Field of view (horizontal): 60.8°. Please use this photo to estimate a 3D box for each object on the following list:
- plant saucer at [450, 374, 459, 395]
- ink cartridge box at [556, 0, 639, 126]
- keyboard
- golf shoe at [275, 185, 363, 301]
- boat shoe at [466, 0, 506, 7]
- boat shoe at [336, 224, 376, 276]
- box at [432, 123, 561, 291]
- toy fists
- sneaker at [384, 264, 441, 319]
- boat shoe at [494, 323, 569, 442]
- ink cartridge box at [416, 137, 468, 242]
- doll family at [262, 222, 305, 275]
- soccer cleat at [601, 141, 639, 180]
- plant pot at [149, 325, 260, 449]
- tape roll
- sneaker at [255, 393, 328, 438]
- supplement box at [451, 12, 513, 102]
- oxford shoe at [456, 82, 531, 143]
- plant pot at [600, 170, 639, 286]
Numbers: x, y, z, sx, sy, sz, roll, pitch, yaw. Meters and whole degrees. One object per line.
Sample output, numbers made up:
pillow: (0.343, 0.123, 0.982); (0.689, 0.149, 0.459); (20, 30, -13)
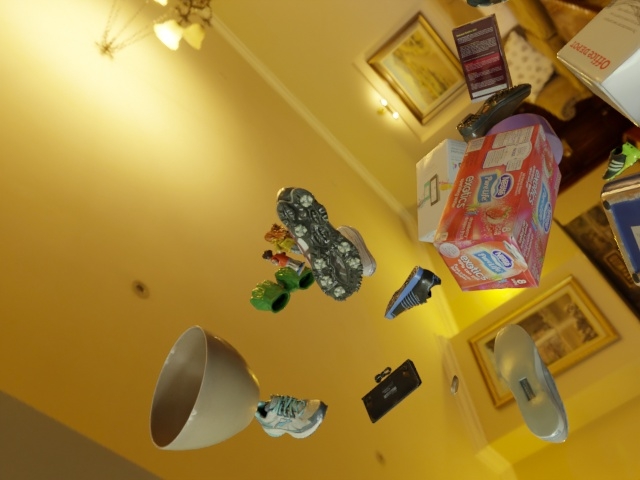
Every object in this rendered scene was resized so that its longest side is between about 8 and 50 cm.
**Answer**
plant saucer: (0.540, 0.582, 2.183); (0.083, 0.015, 0.083); (-20, -67, -60)
ink cartridge box: (0.607, -0.380, 0.952); (0.129, 0.307, 0.223); (36, -154, -18)
keyboard: (0.179, 0.379, 1.404); (0.023, 0.180, 0.108); (27, -154, -39)
golf shoe: (0.000, 0.000, 1.123); (0.273, 0.105, 0.120); (60, 175, -23)
boat shoe: (0.555, -0.788, 1.669); (0.302, 0.091, 0.114); (-23, -106, -31)
boat shoe: (0.107, 0.032, 1.996); (0.088, 0.096, 0.267); (12, -145, -36)
box: (0.291, -0.053, 0.878); (0.123, 0.128, 0.257); (52, -131, -31)
toy fists: (-0.149, 0.181, 2.122); (0.142, 0.279, 0.096); (21, 137, 40)
sneaker: (0.282, 0.178, 1.685); (0.090, 0.232, 0.081); (28, -141, -3)
boat shoe: (0.388, 0.264, 1.005); (0.081, 0.079, 0.227); (39, -150, -38)
ink cartridge box: (0.431, -0.139, 1.693); (0.198, 0.197, 0.270); (7, -109, -18)
doll family: (-0.099, 0.003, 1.784); (0.163, 0.118, 0.263); (22, -161, 7)
soccer cleat: (0.912, -0.242, 1.672); (0.072, 0.060, 0.179); (52, 167, 13)
plant pot: (-0.260, 0.370, 1.311); (0.191, 0.284, 0.284); (25, -151, -30)
tape roll: (0.510, -0.224, 1.392); (0.189, 0.189, 0.080); (34, -146, -39)
sneaker: (-0.101, 0.515, 1.621); (0.122, 0.283, 0.110); (49, -138, -19)
supplement box: (0.511, -0.570, 1.713); (0.073, 0.130, 0.239); (-52, -54, -53)
oxford shoe: (0.468, -0.328, 1.437); (0.096, 0.227, 0.083); (52, 180, -22)
plant pot: (0.613, -0.038, 0.871); (0.236, 0.212, 0.236); (140, 110, -86)
